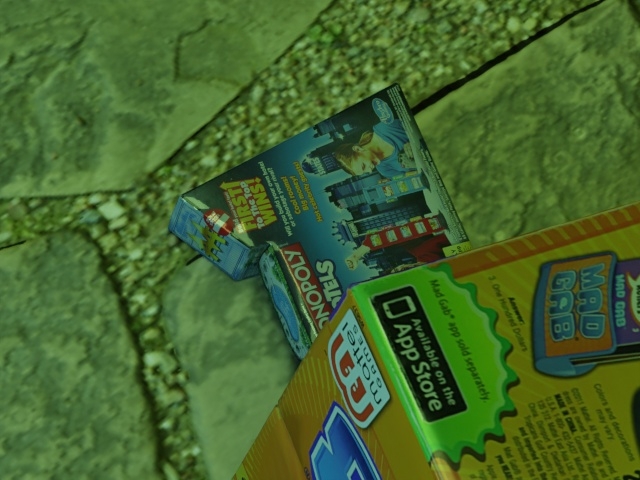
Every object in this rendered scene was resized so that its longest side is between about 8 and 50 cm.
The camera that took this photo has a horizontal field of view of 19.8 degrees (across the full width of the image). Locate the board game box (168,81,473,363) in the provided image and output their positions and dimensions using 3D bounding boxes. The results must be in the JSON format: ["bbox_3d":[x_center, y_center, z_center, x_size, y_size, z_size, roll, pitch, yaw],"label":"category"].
[{"bbox_3d":[0.000,0.000,1.316,0.194,0.060,0.194,-15,69,-20],"label":"board game box"}]

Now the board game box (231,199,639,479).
[{"bbox_3d":[0.197,0.204,1.097,0.356,0.356,0.356,-16,69,-21],"label":"board game box"}]
